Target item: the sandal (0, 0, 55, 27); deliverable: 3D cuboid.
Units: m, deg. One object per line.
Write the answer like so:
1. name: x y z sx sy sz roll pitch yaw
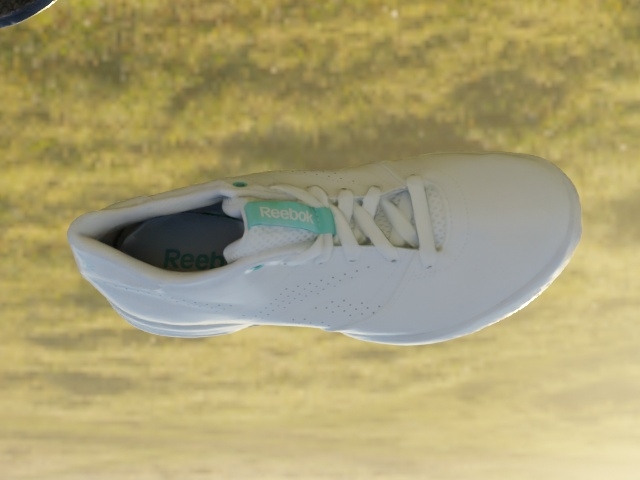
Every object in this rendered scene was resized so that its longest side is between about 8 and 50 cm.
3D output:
1. sandal: -0.163 -0.178 0.935 0.067 0.179 0.040 -3 132 8

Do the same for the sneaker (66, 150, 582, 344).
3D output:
1. sneaker: 0.000 0.000 0.641 0.212 0.080 0.094 -9 163 10
